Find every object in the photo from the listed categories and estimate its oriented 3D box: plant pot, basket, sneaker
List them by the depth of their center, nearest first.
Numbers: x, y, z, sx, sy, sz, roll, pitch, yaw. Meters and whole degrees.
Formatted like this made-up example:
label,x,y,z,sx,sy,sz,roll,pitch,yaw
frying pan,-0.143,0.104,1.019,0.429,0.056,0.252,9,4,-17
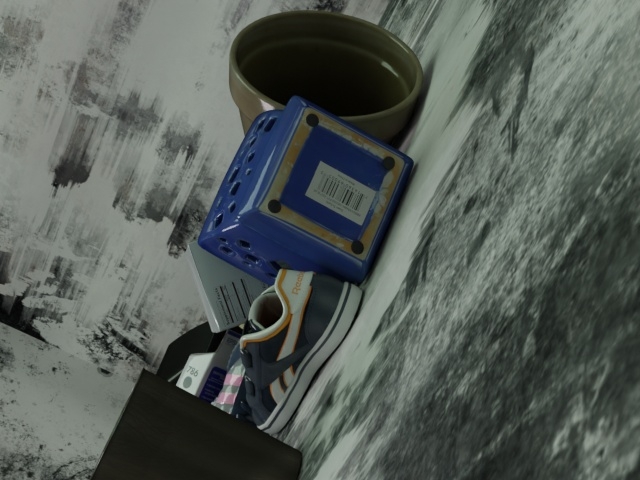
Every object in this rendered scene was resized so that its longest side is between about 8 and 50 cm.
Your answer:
label,x,y,z,sx,sy,sz,roll,pitch,yaw
basket,-0.151,0.275,1.313,0.204,0.227,0.154,132,162,-72
sneaker,-0.058,0.151,1.513,0.126,0.127,0.321,-74,10,-49
plant pot,-0.012,-0.057,1.525,0.236,0.236,0.212,-66,14,-18
sneaker,-0.113,0.273,1.692,0.319,0.112,0.131,-62,27,19
plant pot,-0.004,-0.193,1.821,0.323,0.323,0.280,-71,-8,-48
plant pot,-0.203,0.263,2.067,0.167,0.187,0.188,-46,15,33

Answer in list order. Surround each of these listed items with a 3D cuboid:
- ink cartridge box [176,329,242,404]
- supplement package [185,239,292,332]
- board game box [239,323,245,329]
label,x,y,z,sx,sy,sz,roll,pitch,yaw
ink cartridge box,-0.197,0.318,1.835,0.065,0.165,0.332,20,81,44
supplement package,-0.100,0.047,1.718,0.194,0.203,0.149,150,100,-79
board game box,-0.170,0.196,2.388,0.213,0.046,0.317,-46,13,23
